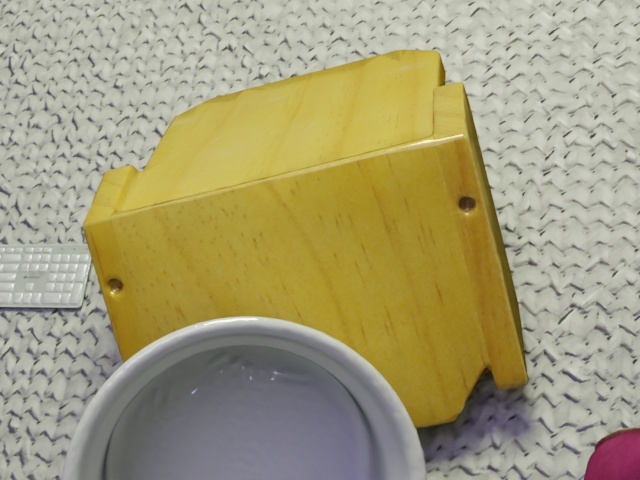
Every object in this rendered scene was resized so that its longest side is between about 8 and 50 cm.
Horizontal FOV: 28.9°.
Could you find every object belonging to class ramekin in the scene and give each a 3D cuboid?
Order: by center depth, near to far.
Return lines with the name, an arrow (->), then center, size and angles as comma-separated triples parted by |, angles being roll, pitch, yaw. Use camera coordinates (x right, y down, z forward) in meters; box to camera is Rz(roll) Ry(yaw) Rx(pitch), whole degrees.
ramekin -> -0.063, 0.191, 0.996 | 0.277, 0.135, 0.277 | 0, 94, -7

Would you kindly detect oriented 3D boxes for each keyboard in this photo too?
keyboard -> -0.363, 0.038, 1.337 | 0.256, 0.014, 0.072 | -1, 61, 20

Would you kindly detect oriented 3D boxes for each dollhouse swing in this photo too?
dollhouse swing -> 0.000, 0.000, 1.205 | 0.347, 0.305, 0.315 | -13, 99, 11

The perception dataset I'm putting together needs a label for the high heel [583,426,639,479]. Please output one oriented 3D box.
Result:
high heel -> 0.200, 0.251, 0.808 | 0.127, 0.377, 0.181 | 19, 63, 10
